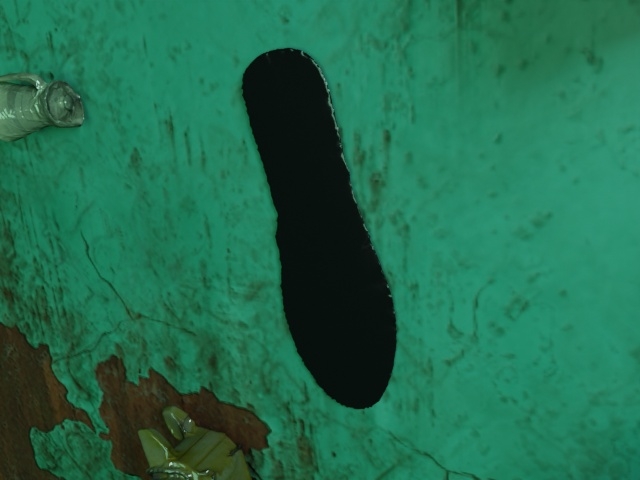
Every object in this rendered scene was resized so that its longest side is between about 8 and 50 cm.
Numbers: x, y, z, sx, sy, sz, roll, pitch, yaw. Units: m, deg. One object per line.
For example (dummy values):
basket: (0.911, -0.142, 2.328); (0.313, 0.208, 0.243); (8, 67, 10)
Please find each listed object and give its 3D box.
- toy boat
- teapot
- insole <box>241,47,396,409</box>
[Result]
toy boat: (-0.113, 0.316, 0.842); (0.115, 0.089, 0.310); (-8, 106, 23)
teapot: (-0.264, -0.126, 0.767); (0.083, 0.057, 0.067); (-2, 135, 22)
insole: (0.000, 0.000, 0.698); (0.109, 0.007, 0.322); (-5, 107, 29)
